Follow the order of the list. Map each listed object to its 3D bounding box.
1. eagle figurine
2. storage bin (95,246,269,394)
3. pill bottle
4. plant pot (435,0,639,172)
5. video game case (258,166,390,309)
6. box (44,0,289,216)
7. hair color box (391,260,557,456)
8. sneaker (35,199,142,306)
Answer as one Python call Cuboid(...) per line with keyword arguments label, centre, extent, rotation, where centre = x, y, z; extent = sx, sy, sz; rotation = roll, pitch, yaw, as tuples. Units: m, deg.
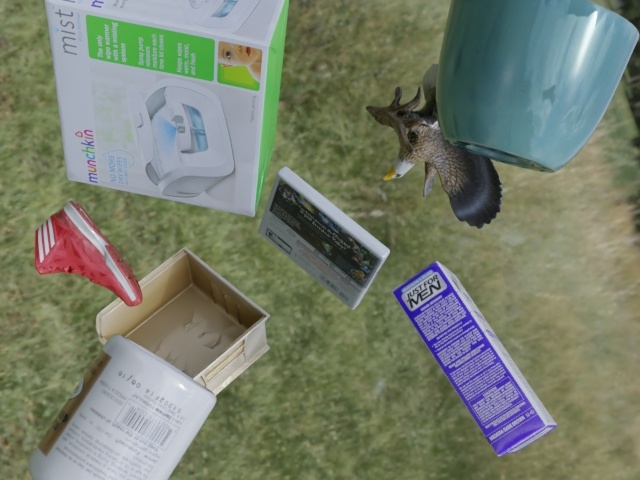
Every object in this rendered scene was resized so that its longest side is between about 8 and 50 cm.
Cuboid(label="eagle figurine", centre=(0.221, -0.178, 1.922), extent=(0.298, 0.225, 0.226), rotation=(30, 57, -38))
Cuboid(label="storage bin", centre=(-0.285, 0.192, 2.029), extent=(0.262, 0.260, 0.123), rotation=(36, -30, 26))
Cuboid(label="pill bottle", centre=(-0.220, 0.223, 1.002), extent=(0.229, 0.131, 0.131), rotation=(-58, 142, -9))
Cuboid(label="plant pot", centre=(0.312, -0.239, 1.519), extent=(0.293, 0.293, 0.235), rotation=(11, 97, -67))
Cuboid(label="video game case", centre=(0.000, 0.000, 1.408), extent=(0.190, 0.173, 0.022), rotation=(40, 60, 9))
Cuboid(label="box", centre=(-0.164, -0.176, 1.085), extent=(0.262, 0.231, 0.126), rotation=(101, 1, -50))
Cuboid(label="hair color box", centre=(0.274, 0.211, 1.742), extent=(0.338, 0.110, 0.185), rotation=(59, 10, 19))
Cuboid(label="sneaker", centre=(-0.424, 0.050, 1.756), extent=(0.221, 0.128, 0.087), rotation=(55, -1, -1))
